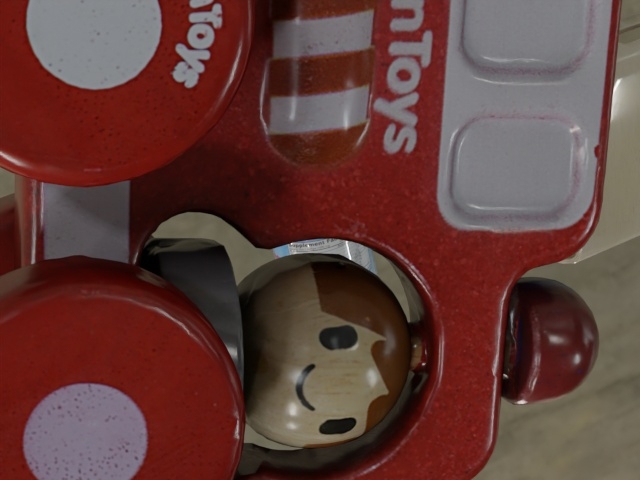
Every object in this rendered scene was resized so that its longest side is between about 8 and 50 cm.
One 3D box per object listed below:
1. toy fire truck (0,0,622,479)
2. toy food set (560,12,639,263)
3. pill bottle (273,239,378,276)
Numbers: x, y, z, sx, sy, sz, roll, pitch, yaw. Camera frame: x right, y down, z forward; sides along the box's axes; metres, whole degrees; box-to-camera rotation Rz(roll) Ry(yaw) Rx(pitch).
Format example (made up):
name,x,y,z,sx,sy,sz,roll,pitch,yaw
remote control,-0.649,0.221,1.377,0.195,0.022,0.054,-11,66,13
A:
name,x,y,z,sx,sy,sz,roll,pitch,yaw
toy fire truck,-0.012,-0.016,0.491,0.254,0.169,0.302,-1,102,-14
toy food set,0.385,-0.133,1.725,0.220,0.092,0.306,-21,125,-22
pill bottle,0.000,0.000,1.225,0.087,0.087,0.160,-18,117,-10
